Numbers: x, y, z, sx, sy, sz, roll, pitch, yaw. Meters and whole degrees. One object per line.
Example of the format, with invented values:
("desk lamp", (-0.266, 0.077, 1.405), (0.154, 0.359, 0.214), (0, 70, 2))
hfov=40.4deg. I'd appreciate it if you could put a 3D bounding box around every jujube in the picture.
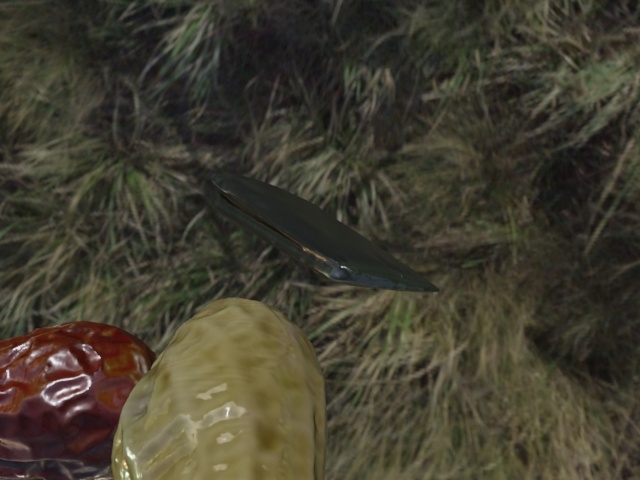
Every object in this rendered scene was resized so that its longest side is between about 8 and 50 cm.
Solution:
("jujube", (-0.368, 0.214, 1.086), (0.342, 0.216, 0.216), (-8, 119, 8))

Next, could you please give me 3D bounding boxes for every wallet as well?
("wallet", (0.000, 0.000, 0.939), (0.168, 0.245, 0.052), (14, 104, -44))

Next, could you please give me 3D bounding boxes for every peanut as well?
("peanut", (-0.071, 0.173, 0.574), (0.153, 0.325, 0.140), (14, 136, -2))
